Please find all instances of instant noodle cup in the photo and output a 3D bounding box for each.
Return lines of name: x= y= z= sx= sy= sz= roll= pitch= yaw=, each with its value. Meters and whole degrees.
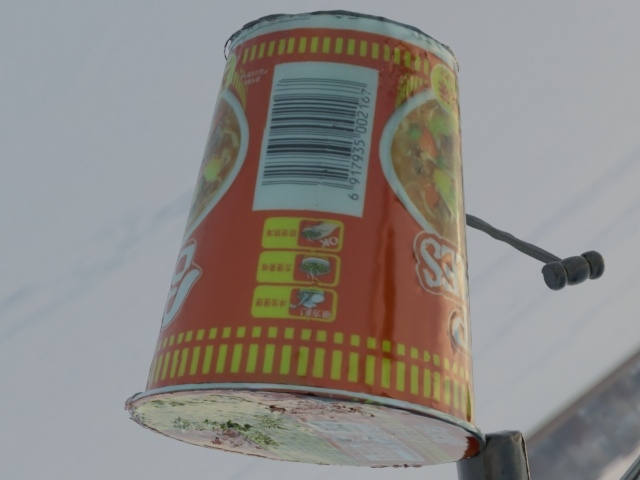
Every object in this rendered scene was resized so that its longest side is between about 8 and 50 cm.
instant noodle cup: x=0.000 y=0.000 z=0.930 sx=0.193 sy=0.212 sz=0.193 roll=5 pitch=163 yaw=2

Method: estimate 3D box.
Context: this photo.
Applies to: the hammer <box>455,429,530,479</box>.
hammer: x=0.128 y=0.321 z=0.950 sx=0.044 sy=0.440 sz=0.168 roll=-7 pitch=176 yaw=-24

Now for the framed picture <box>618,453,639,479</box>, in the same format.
framed picture: x=0.206 y=0.199 z=1.097 sx=0.192 sy=0.018 sz=0.265 roll=-61 pitch=-179 yaw=36

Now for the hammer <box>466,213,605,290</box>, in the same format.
hammer: x=0.170 y=-0.011 z=1.748 sx=0.058 sy=0.029 sz=0.292 roll=-13 pitch=-156 yaw=-28
